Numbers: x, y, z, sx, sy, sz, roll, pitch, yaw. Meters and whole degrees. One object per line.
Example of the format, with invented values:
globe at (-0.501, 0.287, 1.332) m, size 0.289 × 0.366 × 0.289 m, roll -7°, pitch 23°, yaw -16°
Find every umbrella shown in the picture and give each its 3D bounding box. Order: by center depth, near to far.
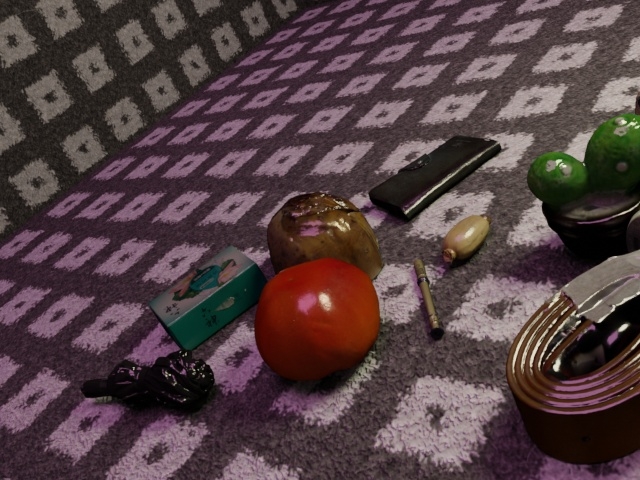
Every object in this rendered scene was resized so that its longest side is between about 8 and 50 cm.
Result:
umbrella at (-0.363, 0.291, 1.361) m, size 0.340 × 0.118 × 0.118 m, roll -13°, pitch 32°, yaw 31°

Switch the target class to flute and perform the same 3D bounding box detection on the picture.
flute at (0.203, 0.104, 1.272) m, size 0.027 × 0.027 × 0.233 m, roll -21°, pitch 30°, yaw 11°

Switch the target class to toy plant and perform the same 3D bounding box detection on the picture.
toy plant at (0.479, -0.090, 1.150) m, size 0.218 × 0.235 × 0.175 m, roll -18°, pitch 32°, yaw 14°

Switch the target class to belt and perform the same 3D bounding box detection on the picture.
belt at (0.413, 0.153, 0.938) m, size 0.339 × 0.122 × 0.217 m, roll -39°, pitch 34°, yaw -18°

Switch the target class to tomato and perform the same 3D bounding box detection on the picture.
tomato at (-0.016, 0.140, 1.237) m, size 0.260 × 0.180 × 0.260 m, roll -22°, pitch 21°, yaw 9°

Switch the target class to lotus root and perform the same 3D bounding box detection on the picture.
lotus root at (0.290, -0.005, 1.339) m, size 0.150 × 0.062 × 0.073 m, roll -42°, pitch 32°, yaw -28°
lotus root at (0.000, 0.000, 1.461) m, size 0.272 × 0.192 × 0.272 m, roll -17°, pitch 25°, yaw 8°

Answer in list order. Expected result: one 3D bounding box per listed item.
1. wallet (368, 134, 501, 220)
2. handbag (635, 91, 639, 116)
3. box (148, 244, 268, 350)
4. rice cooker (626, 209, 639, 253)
wallet at (0.275, -0.166, 1.628) m, size 0.318 × 0.045 × 0.172 m, roll -35°, pitch 32°, yaw -17°
handbag at (0.692, -0.191, 1.182) m, size 0.252 × 0.193 × 0.190 m, roll -18°, pitch 34°, yaw 16°
box at (-0.254, 0.130, 1.528) m, size 0.245 × 0.092 × 0.153 m, roll -36°, pitch 31°, yaw -18°
rice cooker at (0.582, 0.000, 1.020) m, size 0.206 × 0.145 × 0.127 m, roll 12°, pitch 37°, yaw 42°
